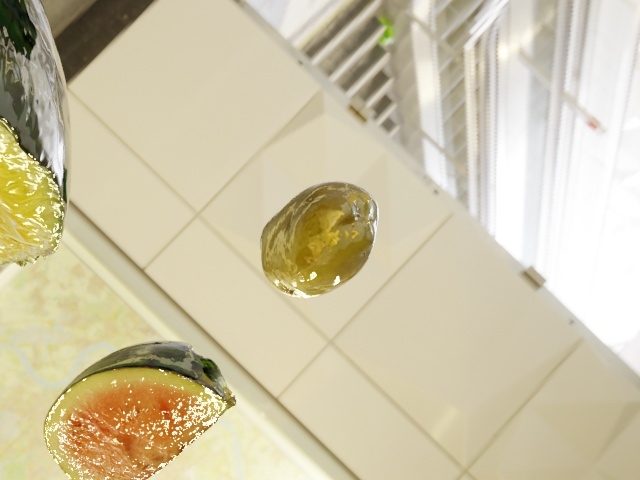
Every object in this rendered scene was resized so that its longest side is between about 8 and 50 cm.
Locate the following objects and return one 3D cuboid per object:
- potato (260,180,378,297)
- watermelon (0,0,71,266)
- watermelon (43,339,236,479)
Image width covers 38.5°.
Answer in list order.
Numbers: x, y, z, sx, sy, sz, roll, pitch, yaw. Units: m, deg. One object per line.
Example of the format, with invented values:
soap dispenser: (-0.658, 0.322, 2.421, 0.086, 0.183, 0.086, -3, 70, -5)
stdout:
potato: (-0.004, -0.002, 1.297, 0.137, 0.155, 0.200, 1, 164, -36)
watermelon: (-0.162, -0.064, 0.327, 0.129, 0.123, 0.301, -20, 157, 0)
watermelon: (-0.244, 0.202, 1.174, 0.303, 0.159, 0.128, -41, -163, 30)
